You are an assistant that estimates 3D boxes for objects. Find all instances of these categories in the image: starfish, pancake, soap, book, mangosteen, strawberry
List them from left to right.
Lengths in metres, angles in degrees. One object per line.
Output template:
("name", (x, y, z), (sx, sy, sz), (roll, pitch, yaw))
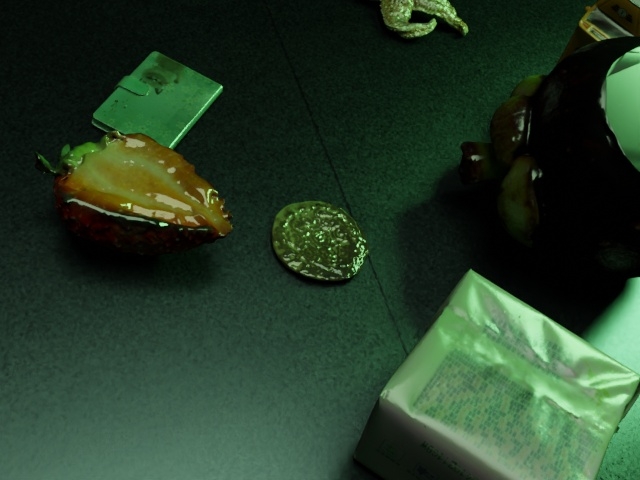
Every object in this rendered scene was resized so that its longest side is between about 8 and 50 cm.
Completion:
("strawberry", (-0.193, -0.040, 0.904), (0.192, 0.085, 0.140), (2, 47, -19))
("book", (-0.191, -0.161, 1.031), (0.103, 0.017, 0.135), (28, 53, 5))
("pancake", (0.000, -0.001, 0.972), (0.115, 0.011, 0.114), (7, 54, -10))
("starfish", (0.115, -0.344, 1.232), (0.210, 0.053, 0.150), (30, 66, 2))
("soap", (0.162, 0.166, 0.819), (0.199, 0.138, 0.182), (33, 53, 10))
("mangosteen", (0.307, -0.090, 0.979), (0.288, 0.233, 0.287), (2, 77, -11))

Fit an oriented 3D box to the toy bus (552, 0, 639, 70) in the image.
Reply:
("toy bus", (0.352, -0.235, 1.115), (0.088, 0.194, 0.083), (-36, 70, -29))
